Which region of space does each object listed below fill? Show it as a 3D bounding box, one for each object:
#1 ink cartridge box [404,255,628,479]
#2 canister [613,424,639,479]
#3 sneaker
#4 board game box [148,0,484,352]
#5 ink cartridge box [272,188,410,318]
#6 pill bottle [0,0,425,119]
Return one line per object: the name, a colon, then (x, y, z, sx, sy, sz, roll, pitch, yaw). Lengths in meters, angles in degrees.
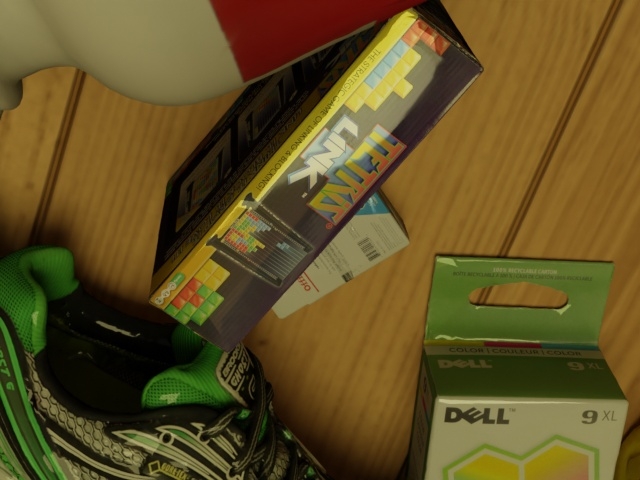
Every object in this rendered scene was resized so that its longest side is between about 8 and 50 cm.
ink cartridge box: (0.110, 0.117, 0.688, 0.109, 0.062, 0.209, 3, 115, -5)
canister: (0.256, 0.189, 0.703, 0.170, 0.126, 0.073, 23, 152, -11)
sneaker: (-0.053, 0.132, 0.611, 0.343, 0.134, 0.146, 31, 118, -7)
board game box: (-0.007, -0.050, 0.556, 0.048, 0.141, 0.170, 36, 108, -19)
ink cartridge box: (0.000, 0.000, 0.642, 0.083, 0.028, 0.048, -31, 114, 10)
pill bottle: (-0.008, -0.189, 0.415, 0.408, 0.229, 0.229, -26, 115, -1)
